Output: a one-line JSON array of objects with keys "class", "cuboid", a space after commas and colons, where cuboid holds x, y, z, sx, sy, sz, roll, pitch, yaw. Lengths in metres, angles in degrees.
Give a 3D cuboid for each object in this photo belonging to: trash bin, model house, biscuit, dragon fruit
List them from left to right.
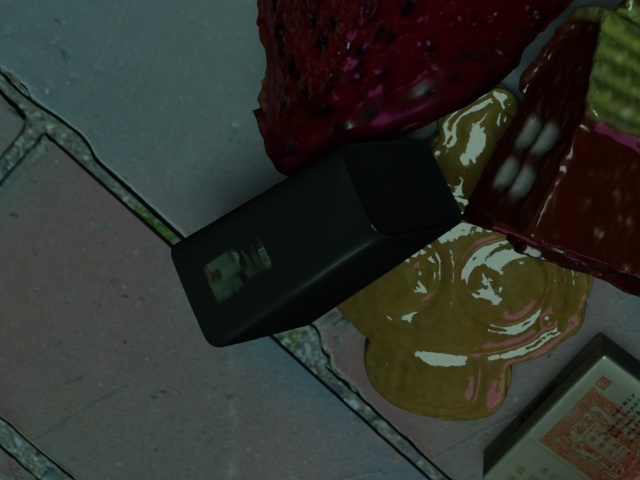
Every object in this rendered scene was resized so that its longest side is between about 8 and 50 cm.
[{"class": "trash bin", "cuboid": [0.000, 0.000, 1.148, 0.225, 0.165, 0.115, -31, 76, 36]}, {"class": "dragon fruit", "cuboid": [0.034, -0.206, 1.067, 0.302, 0.240, 0.330, 37, 105, 10]}, {"class": "biscuit", "cuboid": [0.148, 0.022, 1.242, 0.270, 0.051, 0.375, 7, 112, 4]}, {"class": "model house", "cuboid": [0.281, -0.085, 1.098, 0.196, 0.160, 0.253, 20, 101, -18]}]

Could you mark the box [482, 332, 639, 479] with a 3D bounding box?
[{"class": "box", "cuboid": [0.288, 0.216, 1.292, 0.141, 0.058, 0.201, 38, 111, -7]}]
